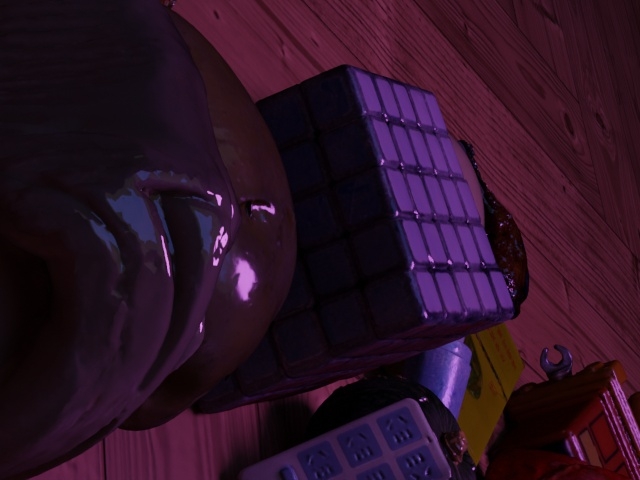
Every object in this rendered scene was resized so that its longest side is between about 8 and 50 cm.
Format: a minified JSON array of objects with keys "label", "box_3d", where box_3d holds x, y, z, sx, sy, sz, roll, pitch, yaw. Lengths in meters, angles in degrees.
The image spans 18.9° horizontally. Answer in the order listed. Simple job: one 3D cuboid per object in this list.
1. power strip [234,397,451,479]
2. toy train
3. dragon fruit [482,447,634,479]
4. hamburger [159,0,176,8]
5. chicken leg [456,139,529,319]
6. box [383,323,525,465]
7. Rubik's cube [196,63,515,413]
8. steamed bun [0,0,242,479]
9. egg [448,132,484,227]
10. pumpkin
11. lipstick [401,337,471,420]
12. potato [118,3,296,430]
[{"label":"power strip","box_3d":[0.019,0.203,1.644,0.081,0.192,0.035,64,-19,14]},{"label":"toy train","box_3d":[0.332,0.306,2.294,0.231,0.163,0.369,-29,96,-56]},{"label":"dragon fruit","box_3d":[0.262,0.408,2.041,0.330,0.302,0.240,-45,144,-51]},{"label":"hamburger","box_3d":[-0.196,-0.337,1.689,0.259,0.144,0.283,53,21,-43]},{"label":"chicken leg","box_3d":[0.218,-0.014,2.480,0.106,0.051,0.253,21,47,-55]},{"label":"box","box_3d":[0.150,0.128,2.181,0.187,0.047,0.335,64,21,-9]},{"label":"Rubik's cube","box_3d":[0.000,0.000,1.693,0.238,0.237,0.237,3,65,-67]},{"label":"steamed bun","box_3d":[-0.211,0.010,1.113,0.368,0.342,0.255,-92,176,-54]},{"label":"egg","box_3d":[0.075,-0.018,1.955,0.186,0.186,0.242,23,60,-61]},{"label":"pumpkin","box_3d":[0.068,0.212,1.767,0.190,0.146,0.190,156,-90,-89]},{"label":"lipstick","box_3d":[0.127,0.110,1.999,0.068,0.061,0.274,28,62,-24]},{"label":"potato","box_3d":[-0.137,-0.031,1.415,0.243,0.221,0.326,11,56,-54]}]
